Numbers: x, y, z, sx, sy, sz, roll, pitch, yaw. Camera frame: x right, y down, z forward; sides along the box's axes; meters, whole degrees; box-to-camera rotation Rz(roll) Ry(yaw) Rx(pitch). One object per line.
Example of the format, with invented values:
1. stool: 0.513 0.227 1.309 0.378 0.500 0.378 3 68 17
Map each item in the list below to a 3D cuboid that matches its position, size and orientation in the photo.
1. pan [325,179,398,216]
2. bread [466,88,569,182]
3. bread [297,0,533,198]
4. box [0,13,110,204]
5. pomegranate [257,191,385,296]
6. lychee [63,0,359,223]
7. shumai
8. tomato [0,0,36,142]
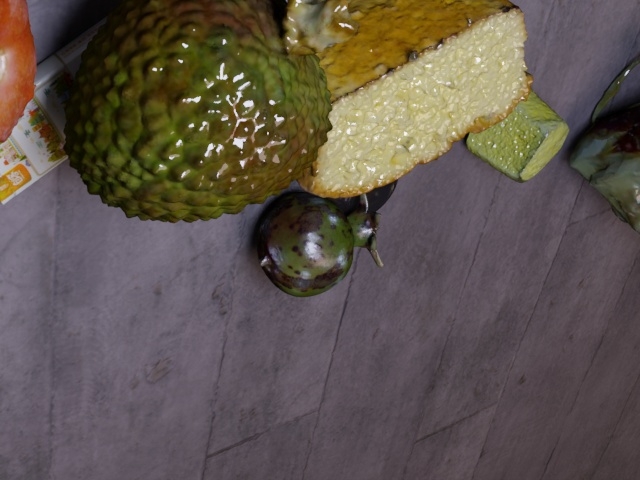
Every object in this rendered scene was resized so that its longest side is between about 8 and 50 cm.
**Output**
1. pan: 0.049 -0.095 1.742 0.128 0.048 0.202 -37 145 -9
2. bread: 0.290 -0.159 1.873 0.111 0.114 0.129 -11 138 -48
3. bread: 0.079 -0.200 1.549 0.340 0.179 0.194 -29 142 -17
4. box: -0.279 -0.141 1.368 0.220 0.032 0.122 -38 147 -11
5. pomegranate: 0.000 0.004 1.699 0.169 0.148 0.148 -10 140 -3
6. lychee: -0.110 -0.153 1.278 0.320 0.270 0.270 -17 142 -3
7. shumai: 0.575 -0.131 2.063 0.348 0.395 0.395 11 122 -22
8. tomato: -0.358 -0.165 1.122 0.208 0.185 0.208 12 90 -74
